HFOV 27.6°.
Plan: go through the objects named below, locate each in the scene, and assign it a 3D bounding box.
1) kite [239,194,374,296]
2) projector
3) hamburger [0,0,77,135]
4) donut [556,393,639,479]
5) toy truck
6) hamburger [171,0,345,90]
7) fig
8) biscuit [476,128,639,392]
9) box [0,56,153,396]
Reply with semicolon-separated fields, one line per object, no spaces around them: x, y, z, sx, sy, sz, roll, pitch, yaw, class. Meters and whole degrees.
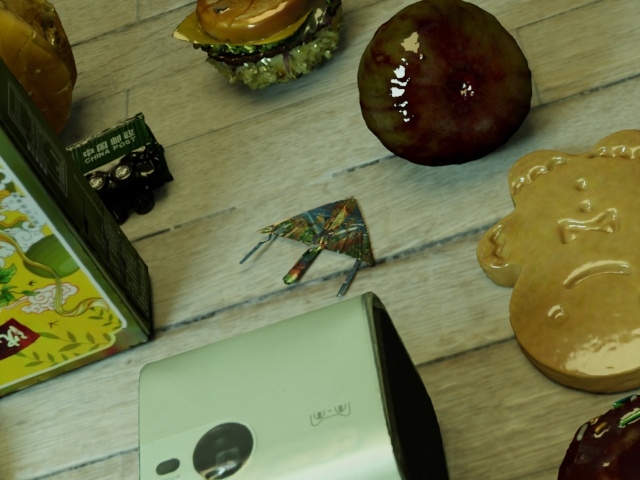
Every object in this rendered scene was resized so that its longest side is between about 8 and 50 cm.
0.000;0.000;1.646;0.183;0.010;0.160;17;55;33;kite
-0.015;0.227;1.268;0.249;0.248;0.248;-19;44;10;projector
-0.522;-0.239;1.925;0.314;0.290;0.170;-19;41;12;hamburger
0.335;0.244;1.195;0.235;0.089;0.235;-15;44;15;donut
-0.340;-0.066;1.823;0.259;0.088;0.121;-25;45;1;toy truck
-0.072;-0.328;1.894;0.243;0.138;0.261;10;56;31;hamburger
0.142;-0.221;1.682;0.217;0.217;0.321;-26;20;2;fig
0.308;0.013;1.451;0.275;0.052;0.355;-11;45;18;biscuit
-0.455;0.016;1.560;0.373;0.420;0.138;-22;42;6;box
